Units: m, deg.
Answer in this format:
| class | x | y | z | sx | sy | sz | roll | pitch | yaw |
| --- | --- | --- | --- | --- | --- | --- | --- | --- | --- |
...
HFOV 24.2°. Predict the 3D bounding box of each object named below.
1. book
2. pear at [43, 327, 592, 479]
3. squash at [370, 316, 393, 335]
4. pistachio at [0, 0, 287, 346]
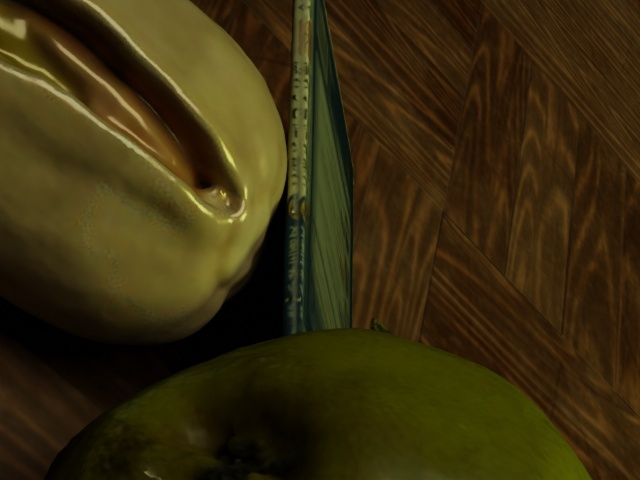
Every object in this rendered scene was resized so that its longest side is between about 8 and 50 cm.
| class | x | y | z | sx | sy | sz | roll | pitch | yaw |
| --- | --- | --- | --- | --- | --- | --- | --- | --- | --- |
| book | 0.000 | 0.000 | 0.950 | 0.228 | 0.018 | 0.322 | 78 | 11 | -49 |
| pear | 0.020 | 0.206 | 0.715 | 0.375 | 0.287 | 0.287 | 57 | 30 | -32 |
| squash | 0.060 | 0.133 | 0.989 | 0.090 | 0.075 | 0.200 | 29 | 43 | -33 |
| pistachio | -0.144 | -0.068 | 0.796 | 0.299 | 0.187 | 0.187 | 42 | 36 | -18 |
